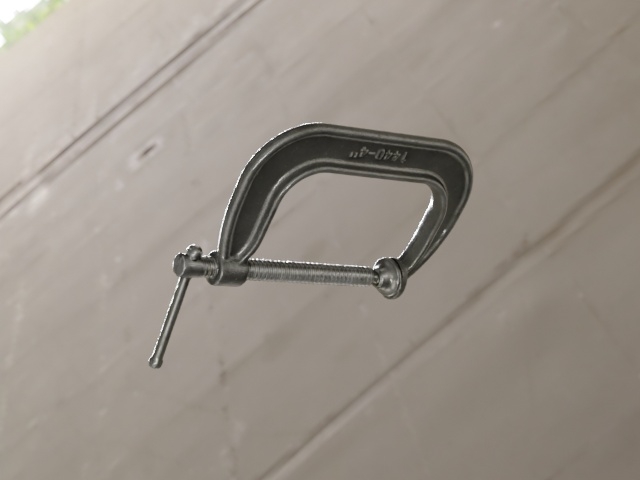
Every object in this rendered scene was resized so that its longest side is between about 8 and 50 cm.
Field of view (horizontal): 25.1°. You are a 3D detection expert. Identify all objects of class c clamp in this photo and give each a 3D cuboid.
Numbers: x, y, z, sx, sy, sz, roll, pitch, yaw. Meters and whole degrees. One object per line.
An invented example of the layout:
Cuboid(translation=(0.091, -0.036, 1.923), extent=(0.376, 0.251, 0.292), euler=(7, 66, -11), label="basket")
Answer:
Cuboid(translation=(0.000, 0.000, 0.717), extent=(0.022, 0.160, 0.137), euler=(50, -48, 45), label="c clamp")
